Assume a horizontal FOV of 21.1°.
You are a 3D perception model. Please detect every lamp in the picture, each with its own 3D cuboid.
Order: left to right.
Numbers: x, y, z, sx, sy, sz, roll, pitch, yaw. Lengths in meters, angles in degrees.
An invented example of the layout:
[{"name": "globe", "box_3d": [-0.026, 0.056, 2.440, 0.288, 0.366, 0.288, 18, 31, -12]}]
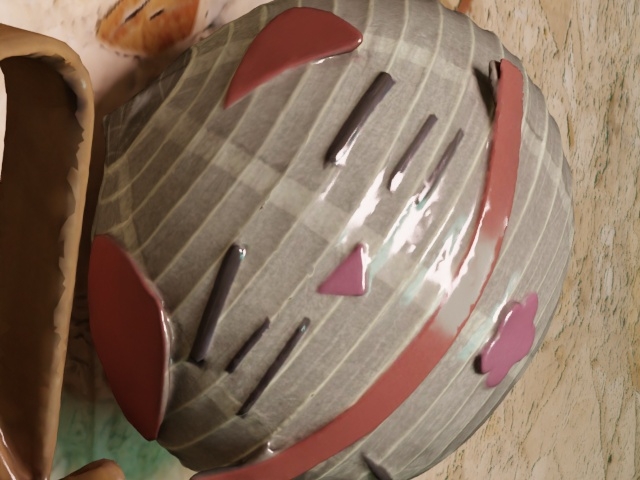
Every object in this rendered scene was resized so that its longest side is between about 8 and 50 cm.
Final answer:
[{"name": "lamp", "box_3d": [0.000, 0.000, 0.815, 0.265, 0.233, 0.233, -61, 149, -11]}]

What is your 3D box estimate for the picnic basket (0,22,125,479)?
[{"name": "picnic basket", "box_3d": [-0.152, 0.110, 0.466, 0.254, 0.291, 0.321, -26, 129, -58]}]
